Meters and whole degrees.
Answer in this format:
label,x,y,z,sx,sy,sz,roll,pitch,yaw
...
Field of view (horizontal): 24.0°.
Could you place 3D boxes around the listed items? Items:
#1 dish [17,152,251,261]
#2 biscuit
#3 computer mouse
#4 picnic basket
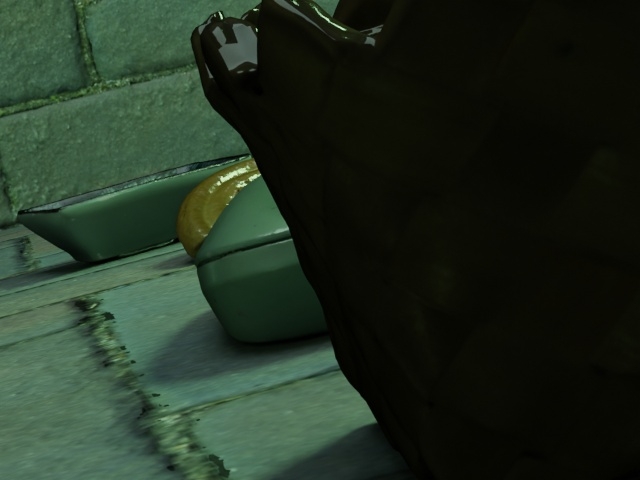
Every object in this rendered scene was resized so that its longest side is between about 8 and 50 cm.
label,x,y,z,sx,sy,sz,roll,pitch,yaw
dish,-0.208,-0.030,1.733,0.243,0.080,0.182,-18,7,-25
biscuit,-0.042,-0.047,1.491,0.224,0.033,0.144,-12,34,-17
computer mouse,-0.002,-0.006,0.948,0.159,0.097,0.288,-16,6,1
picnic basket,0.099,-0.094,0.501,0.291,0.321,0.254,-16,10,-6
